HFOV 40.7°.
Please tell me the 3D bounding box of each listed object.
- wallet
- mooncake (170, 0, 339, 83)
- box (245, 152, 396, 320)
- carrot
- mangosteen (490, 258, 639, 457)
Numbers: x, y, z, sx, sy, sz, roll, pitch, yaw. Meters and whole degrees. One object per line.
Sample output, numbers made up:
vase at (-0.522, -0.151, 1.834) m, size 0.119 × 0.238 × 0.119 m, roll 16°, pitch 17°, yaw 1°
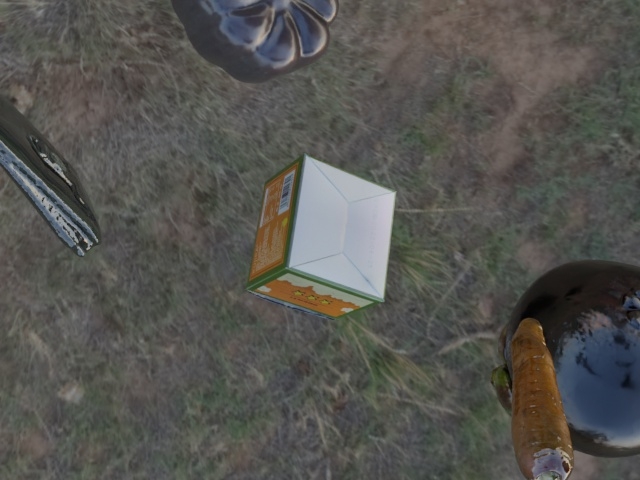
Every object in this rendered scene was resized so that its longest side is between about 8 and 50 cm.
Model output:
wallet at (-0.375, -0.103, 1.137) m, size 0.052 × 0.168 × 0.245 m, roll -29°, pitch 133°, yaw 2°
mooncake at (-0.114, -0.449, 1.603) m, size 0.306 × 0.154 × 0.305 m, roll 2°, pitch 86°, yaw -32°
box at (0.000, 0.000, 1.354) m, size 0.178 × 0.148 × 0.194 m, roll 20°, pitch 64°, yaw -26°
carrot at (0.227, 0.158, 0.913) m, size 0.059 × 0.247 × 0.059 m, roll 4°, pitch 125°, yaw 5°
mangosteen at (0.406, 0.188, 1.260) m, size 0.297 × 0.297 × 0.313 m, roll 7°, pitch 114°, yaw -17°
